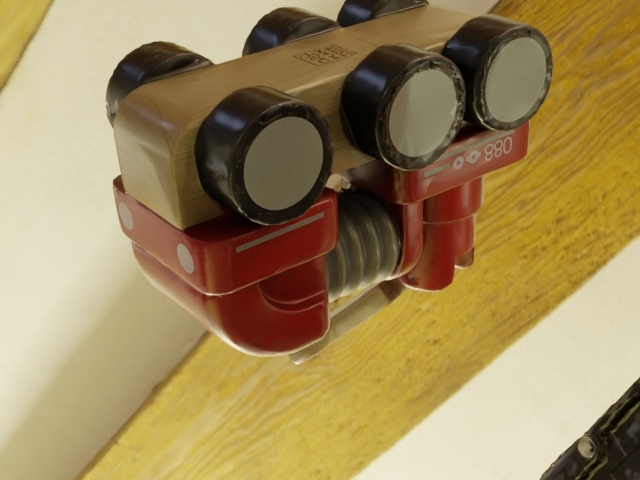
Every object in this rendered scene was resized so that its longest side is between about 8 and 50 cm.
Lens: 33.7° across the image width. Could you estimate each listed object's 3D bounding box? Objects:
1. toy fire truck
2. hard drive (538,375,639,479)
[{"bbox_3d":[0.000,0.000,0.585,0.158,0.217,0.246,30,-47,46],"label":"toy fire truck"},{"bbox_3d":[0.229,0.110,0.392,0.339,0.064,0.237,-61,-139,37],"label":"hard drive"}]
